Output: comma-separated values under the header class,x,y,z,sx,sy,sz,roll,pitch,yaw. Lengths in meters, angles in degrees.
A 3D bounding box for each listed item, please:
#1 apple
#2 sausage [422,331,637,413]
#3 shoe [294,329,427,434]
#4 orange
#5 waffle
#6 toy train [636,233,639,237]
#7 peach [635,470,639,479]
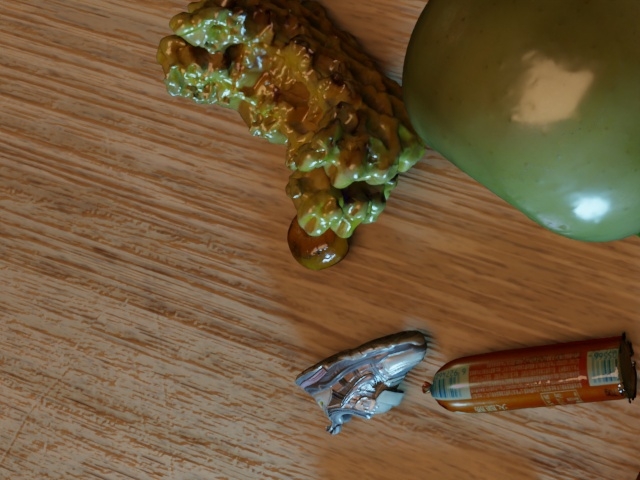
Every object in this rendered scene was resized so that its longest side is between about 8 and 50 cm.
class,x,y,z,sx,sy,sz,roll,pitch,yaw
apple,0.269,-0.182,1.744,0.357,0.357,0.357,5,102,24
sausage,0.239,0.161,1.967,0.264,0.083,0.083,-8,96,27
shoe,0.057,0.175,2.043,0.180,0.089,0.092,-23,88,29
orange,0.000,0.000,2.051,0.086,0.062,0.086,-16,52,21
waffle,-0.025,-0.163,1.923,0.324,0.261,0.151,48,122,13
toy train,0.440,-0.082,1.829,0.119,0.085,0.251,37,110,31
peach,0.477,0.302,1.775,0.308,0.308,0.332,2,85,24
